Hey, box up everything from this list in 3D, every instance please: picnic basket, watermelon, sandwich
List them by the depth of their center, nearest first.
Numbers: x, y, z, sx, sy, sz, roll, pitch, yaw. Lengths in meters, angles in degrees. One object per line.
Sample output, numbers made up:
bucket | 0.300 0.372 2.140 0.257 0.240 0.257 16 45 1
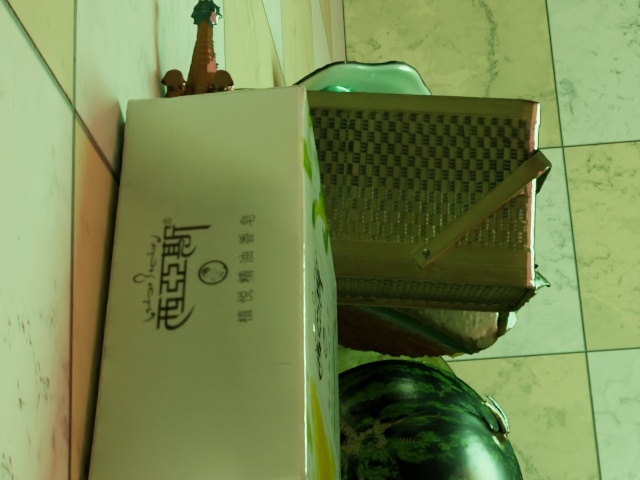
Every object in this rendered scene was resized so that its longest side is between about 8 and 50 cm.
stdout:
picnic basket | 0.042 -0.028 1.086 0.165 0.266 0.139 82 11 -80
sandwich | 0.037 0.035 1.319 0.212 0.292 0.109 -27 -141 53
watermelon | 0.076 0.252 1.360 0.269 0.269 0.269 -4 90 -86

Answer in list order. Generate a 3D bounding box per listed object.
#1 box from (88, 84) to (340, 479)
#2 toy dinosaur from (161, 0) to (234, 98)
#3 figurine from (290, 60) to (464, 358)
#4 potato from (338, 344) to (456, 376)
box | -0.048 0.073 0.780 0.194 0.111 0.260 80 9 -52
toy dinosaur | -0.077 -0.087 0.928 0.055 0.049 0.154 56 35 -76
figurine | 0.077 -0.028 1.636 0.323 0.231 0.340 15 50 -43
potato | 0.104 0.221 1.881 0.307 0.173 0.210 49 -17 46
